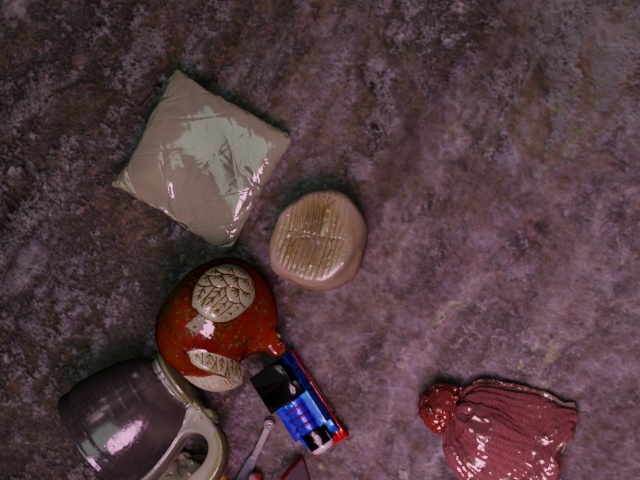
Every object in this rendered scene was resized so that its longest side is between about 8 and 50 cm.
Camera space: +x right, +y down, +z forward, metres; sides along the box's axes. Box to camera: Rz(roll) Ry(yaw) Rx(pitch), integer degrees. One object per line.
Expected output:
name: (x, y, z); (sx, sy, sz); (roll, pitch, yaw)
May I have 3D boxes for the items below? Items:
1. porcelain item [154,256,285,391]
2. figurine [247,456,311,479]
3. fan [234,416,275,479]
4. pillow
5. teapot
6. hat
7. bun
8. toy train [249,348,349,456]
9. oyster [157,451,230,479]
porcelain item: (-0.175, 0.161, 1.492); (0.253, 0.253, 0.253); (0, 91, 13)
figurine: (-0.133, 0.544, 1.527); (0.226, 0.160, 0.183); (-16, 87, 13)
fan: (-0.151, 0.484, 1.601); (0.057, 0.023, 0.282); (29, 98, 12)
pillow: (-0.236, -0.158, 1.581); (0.280, 0.076, 0.274); (31, 100, 5)
teapot: (-0.332, 0.351, 1.510); (0.239, 0.239, 0.321); (-39, 39, -2)
hat: (0.309, 0.353, 1.452); (0.286, 0.107, 0.237); (24, 68, 11)
bun: (0.000, 0.000, 1.506); (0.178, 0.128, 0.193); (12, 82, 12)
toy train: (-0.040, 0.316, 1.515); (0.082, 0.131, 0.204); (-35, 84, 11)
oyster: (-0.286, 0.489, 1.611); (0.209, 0.072, 0.133); (-40, 61, 17)
